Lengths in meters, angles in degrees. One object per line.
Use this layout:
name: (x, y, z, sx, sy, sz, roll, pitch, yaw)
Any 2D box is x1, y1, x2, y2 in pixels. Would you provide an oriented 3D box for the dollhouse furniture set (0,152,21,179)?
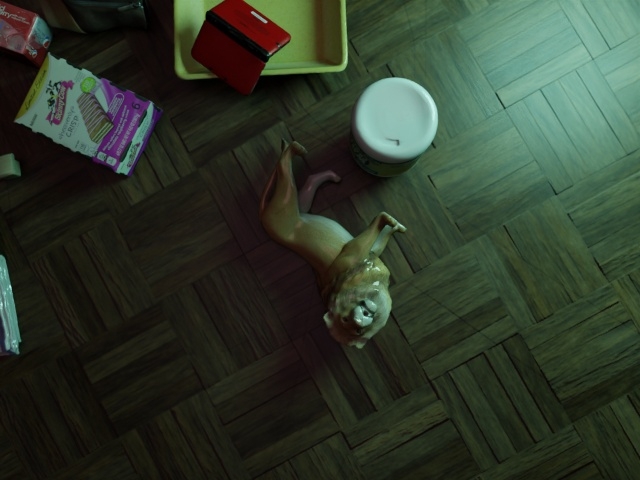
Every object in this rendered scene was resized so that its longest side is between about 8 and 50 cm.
dollhouse furniture set: (-0.760, 0.003, 0.943, 0.356, 0.174, 0.303, -16, 80, 3)

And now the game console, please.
game console: (-0.150, -0.369, 0.955, 0.144, 0.085, 0.124, 37, 58, 3)

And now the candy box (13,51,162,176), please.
candy box: (-0.462, -0.249, 1.013, 0.234, 0.071, 0.159, 25, 89, 4)

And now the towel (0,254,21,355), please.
towel: (-0.762, 0.155, 1.027, 0.285, 0.034, 0.209, -12, 86, 2)

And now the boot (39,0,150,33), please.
boot: (-0.450, -0.511, 0.954, 0.207, 0.248, 0.090, -1, 56, 0)

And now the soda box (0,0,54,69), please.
soda box: (-0.689, -0.439, 1.006, 0.264, 0.083, 0.092, 18, 85, -5)

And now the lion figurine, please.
lion figurine: (0.000, 0.000, 0.966, 0.392, 0.142, 0.240, 41, 97, 18)

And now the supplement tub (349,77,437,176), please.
supplement tub: (0.126, -0.195, 0.920, 0.145, 0.199, 0.144, 0, 87, 3)

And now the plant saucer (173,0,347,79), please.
plant saucer: (-0.117, -0.476, 1.005, 0.333, 0.081, 0.332, -2, 87, 3)
